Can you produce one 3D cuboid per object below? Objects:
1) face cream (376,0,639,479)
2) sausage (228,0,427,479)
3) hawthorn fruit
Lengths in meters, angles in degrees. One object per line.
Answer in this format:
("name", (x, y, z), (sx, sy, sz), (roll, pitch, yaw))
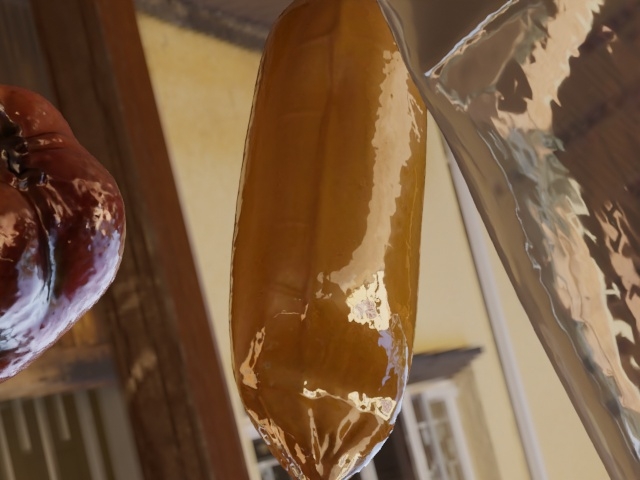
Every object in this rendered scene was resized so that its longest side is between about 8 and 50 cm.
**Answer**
("face cream", (0.135, -0.027, 0.443), (0.137, 0.420, 0.235), (-8, 157, -42))
("sausage", (0.004, 0.004, 0.751), (0.112, 0.328, 0.112), (4, 145, 2))
("hawthorn fruit", (-0.253, 0.018, 0.882), (0.243, 0.207, 0.207), (-48, 157, 24))
